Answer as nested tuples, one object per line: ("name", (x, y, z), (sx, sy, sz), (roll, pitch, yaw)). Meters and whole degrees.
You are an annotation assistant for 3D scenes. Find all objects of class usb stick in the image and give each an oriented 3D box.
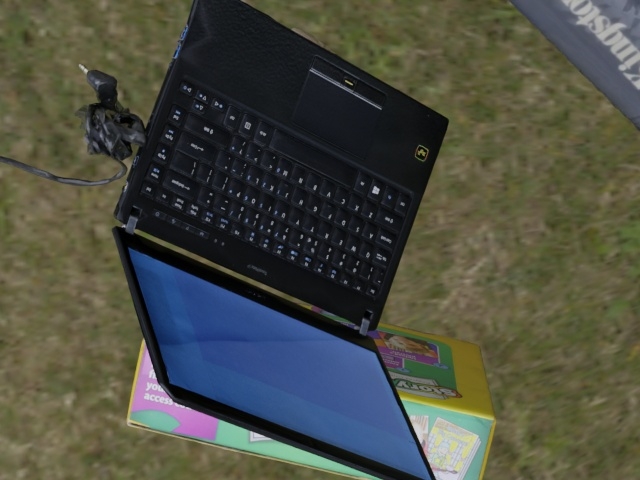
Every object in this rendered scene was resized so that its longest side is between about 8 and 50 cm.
("usb stick", (0.187, -0.135, 1.075), (0.278, 0.045, 0.077), (41, 133, -22))

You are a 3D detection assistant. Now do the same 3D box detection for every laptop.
("laptop", (0.000, 0.000, 1.092), (0.136, 0.234, 0.264), (10, 78, 52))

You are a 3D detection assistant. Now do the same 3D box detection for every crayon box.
("crayon box", (-0.004, 0.156, 1.822), (0.363, 0.313, 0.106), (13, 101, 0))

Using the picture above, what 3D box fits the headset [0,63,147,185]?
("headset", (-0.290, 0.016, 1.052), (0.394, 0.185, 0.243), (-30, 105, -8))

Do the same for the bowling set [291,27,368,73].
("bowling set", (-0.009, -0.121, 2.009), (0.154, 0.287, 0.200), (31, 106, -14))
